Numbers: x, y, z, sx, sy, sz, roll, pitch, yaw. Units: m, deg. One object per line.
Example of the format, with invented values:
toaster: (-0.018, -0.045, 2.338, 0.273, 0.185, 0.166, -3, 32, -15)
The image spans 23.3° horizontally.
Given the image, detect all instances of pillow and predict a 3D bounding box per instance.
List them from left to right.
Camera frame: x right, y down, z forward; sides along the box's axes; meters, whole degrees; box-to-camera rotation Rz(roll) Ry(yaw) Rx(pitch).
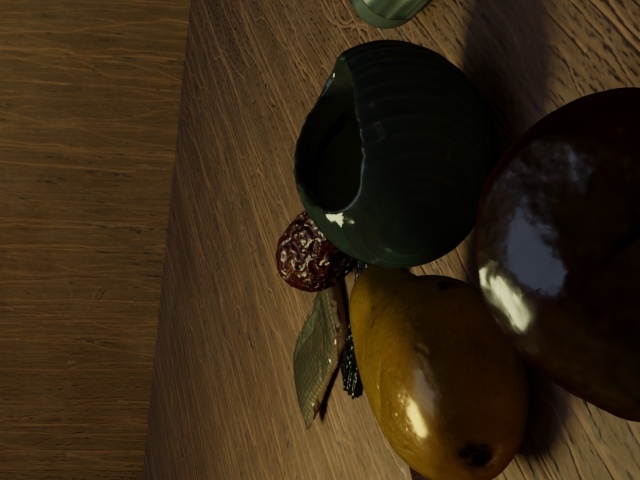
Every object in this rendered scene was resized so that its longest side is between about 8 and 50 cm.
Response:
pillow: (-0.003, 0.136, 2.015, 0.211, 0.034, 0.135, 108, 161, -45)

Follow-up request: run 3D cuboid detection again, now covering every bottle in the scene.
bottle: (0.095, -0.281, 1.570, 0.096, 0.079, 0.254, -52, 5, -15)

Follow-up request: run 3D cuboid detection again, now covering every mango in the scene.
mango: (0.104, 0.112, 1.381, 0.295, 0.120, 0.177, -119, 26, -69)

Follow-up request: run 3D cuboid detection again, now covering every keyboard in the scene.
keyboard: (0.048, 0.074, 1.832, 0.072, 0.023, 0.231, -107, 23, -60)

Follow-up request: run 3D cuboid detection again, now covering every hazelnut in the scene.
hazelnut: (0.188, 0.013, 0.952, 0.204, 0.178, 0.178, 59, 162, 5)

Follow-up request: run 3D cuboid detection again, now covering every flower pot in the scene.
flower pot: (0.069, -0.080, 1.428, 0.189, 0.157, 0.243, -56, 22, 31)

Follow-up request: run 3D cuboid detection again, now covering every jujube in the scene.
jujube: (0.001, 0.004, 1.879, 0.166, 0.104, 0.104, 117, 152, -58)

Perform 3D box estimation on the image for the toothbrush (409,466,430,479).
toothbrush: (0.094, 0.154, 1.585, 0.041, 0.041, 0.364, 107, 160, -48)
